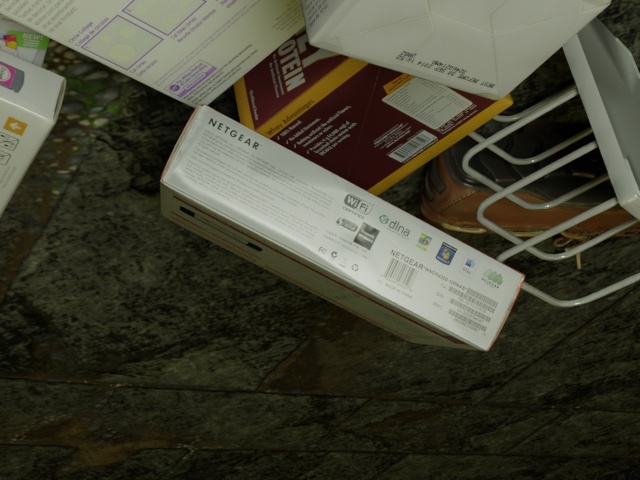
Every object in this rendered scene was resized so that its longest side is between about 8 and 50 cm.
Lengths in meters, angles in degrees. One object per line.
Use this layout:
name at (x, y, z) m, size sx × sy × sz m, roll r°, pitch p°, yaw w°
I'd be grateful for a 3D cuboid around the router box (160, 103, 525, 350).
router box at (0.000, 0.000, 1.071) m, size 0.335 × 0.082 × 0.301 m, roll 27°, pitch 173°, yaw -6°

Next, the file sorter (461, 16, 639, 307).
file sorter at (0.255, -0.092, 1.102) m, size 0.173 × 0.278 × 0.193 m, roll -30°, pitch 145°, yaw 29°

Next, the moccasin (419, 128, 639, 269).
moccasin at (0.313, -0.052, 1.320) m, size 0.380 × 0.139 × 0.147 m, roll -3°, pitch 149°, yaw -15°

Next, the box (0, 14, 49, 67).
box at (-0.333, -0.177, 0.972) m, size 0.145 × 0.038 × 0.186 m, roll 5°, pitch 143°, yaw -26°

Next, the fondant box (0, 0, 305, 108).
fondant box at (-0.147, -0.260, 0.854) m, size 0.238 × 0.096 × 0.330 m, roll -33°, pitch 144°, yaw 30°

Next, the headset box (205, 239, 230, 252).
headset box at (-0.098, -0.019, 1.322) m, size 0.062 × 0.032 × 0.083 m, roll 18°, pitch 136°, yaw -42°

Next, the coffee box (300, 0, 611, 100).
coffee box at (0.065, -0.264, 0.730) m, size 0.168 × 0.297 × 0.119 m, roll 9°, pitch 146°, yaw -34°

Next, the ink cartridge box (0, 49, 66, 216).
ink cartridge box at (-0.428, -0.144, 0.913) m, size 0.371 × 0.069 × 0.176 m, roll 21°, pitch 140°, yaw -24°

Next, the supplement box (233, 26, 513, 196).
supplement box at (0.046, -0.167, 1.041) m, size 0.191 × 0.129 × 0.194 m, roll -34°, pitch 143°, yaw 31°
